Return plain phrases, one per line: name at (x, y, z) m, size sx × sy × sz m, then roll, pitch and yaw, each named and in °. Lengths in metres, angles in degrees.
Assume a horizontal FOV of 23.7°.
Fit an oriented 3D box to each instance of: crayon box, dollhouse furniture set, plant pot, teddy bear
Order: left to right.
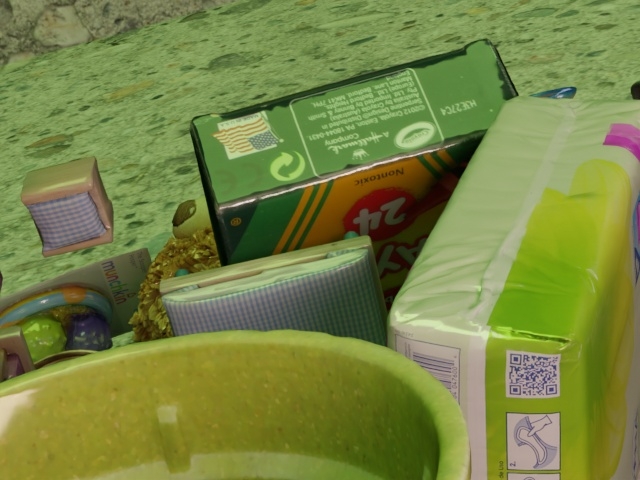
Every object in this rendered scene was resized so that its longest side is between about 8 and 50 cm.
plant pot at (-0.057, 0.206, 0.559) m, size 0.276 × 0.254 × 0.276 m, roll -12°, pitch 20°, yaw 4°
dollhouse furniture set at (-0.068, 0.100, 0.851) m, size 0.303 × 0.286 × 0.198 m, roll -11°, pitch 33°, yaw 1°
teddy bear at (0.000, 0.000, 1.253) m, size 0.338 × 0.113 × 0.245 m, roll -10°, pitch 11°, yaw -19°
crayon box at (0.037, 0.021, 1.051) m, size 0.202 × 0.318 × 0.081 m, roll -16°, pitch 55°, yaw -5°

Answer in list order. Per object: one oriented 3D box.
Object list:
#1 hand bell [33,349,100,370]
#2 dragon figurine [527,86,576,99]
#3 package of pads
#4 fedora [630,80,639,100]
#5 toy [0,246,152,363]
hand bell at (-0.144, 0.118, 1.141) m, size 0.126 × 0.126 × 0.242 m, roll -11°, pitch 6°, yaw 8°
dragon figurine at (0.222, -0.091, 1.442) m, size 0.289 × 0.085 × 0.144 m, roll -19°, pitch 20°, yaw -8°
package of pads at (0.115, 0.079, 0.817) m, size 0.101 × 0.229 × 0.296 m, roll 4°, pitch 26°, yaw 18°
fedora at (0.271, 0.020, 0.970) m, size 0.124 × 0.244 × 0.275 m, roll -49°, pitch 37°, yaw -8°
toy at (-0.240, 0.093, 1.261) m, size 0.237 × 0.137 × 0.056 m, roll -17°, pitch 64°, yaw -6°
